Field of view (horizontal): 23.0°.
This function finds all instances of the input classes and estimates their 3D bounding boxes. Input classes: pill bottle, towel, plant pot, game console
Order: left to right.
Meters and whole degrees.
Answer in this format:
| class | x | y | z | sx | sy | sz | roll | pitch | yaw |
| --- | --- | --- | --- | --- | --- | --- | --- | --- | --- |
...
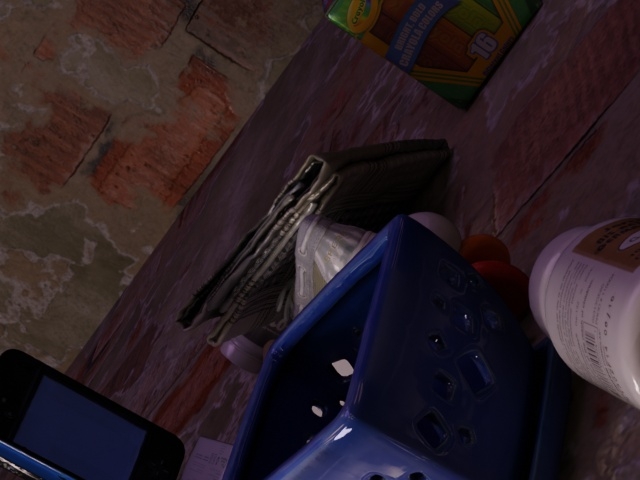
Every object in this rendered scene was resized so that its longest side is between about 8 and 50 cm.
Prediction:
| class | x | y | z | sx | sy | sz | roll | pitch | yaw |
| --- | --- | --- | --- | --- | --- | --- | --- | --- | --- |
| game console | -0.299 | 0.259 | 2.035 | 0.173 | 0.293 | 0.250 | -47 | 17 | 41 |
| pill bottle | -0.079 | 0.115 | 2.227 | 0.137 | 0.078 | 0.078 | -57 | 13 | 7 |
| towel | 0.000 | 0.000 | 1.946 | 0.312 | 0.056 | 0.324 | -48 | -19 | 28 |
| plant pot | 0.070 | 0.161 | 1.292 | 0.236 | 0.212 | 0.236 | -46 | 18 | 41 |
| pill bottle | 0.233 | 0.050 | 1.121 | 0.131 | 0.131 | 0.229 | -59 | 13 | 0 |

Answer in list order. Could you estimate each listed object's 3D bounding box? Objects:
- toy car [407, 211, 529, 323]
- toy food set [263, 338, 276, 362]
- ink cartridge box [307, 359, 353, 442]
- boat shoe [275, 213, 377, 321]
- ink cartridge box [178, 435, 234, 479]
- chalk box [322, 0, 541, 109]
| class | x | y | z | sx | sy | sz | roll | pitch | yaw |
| --- | --- | --- | --- | --- | --- | --- | --- | --- | --- |
| toy car | 0.130 | 0.070 | 1.488 | 0.136 | 0.159 | 0.182 | 0 | 50 | 31 |
| toy food set | 0.004 | 0.124 | 2.013 | 0.192 | 0.038 | 0.132 | -41 | 25 | 23 |
| ink cartridge box | 0.039 | 0.145 | 1.759 | 0.296 | 0.066 | 0.261 | -59 | -3 | -2 |
| boat shoe | 0.006 | 0.043 | 1.842 | 0.118 | 0.103 | 0.320 | -58 | -2 | -13 |
| ink cartridge box | -0.167 | 0.368 | 2.055 | 0.224 | 0.045 | 0.223 | -62 | 13 | -10 |
| chalk box | 0.114 | -0.339 | 2.072 | 0.180 | 0.289 | 0.179 | -55 | 14 | 15 |
